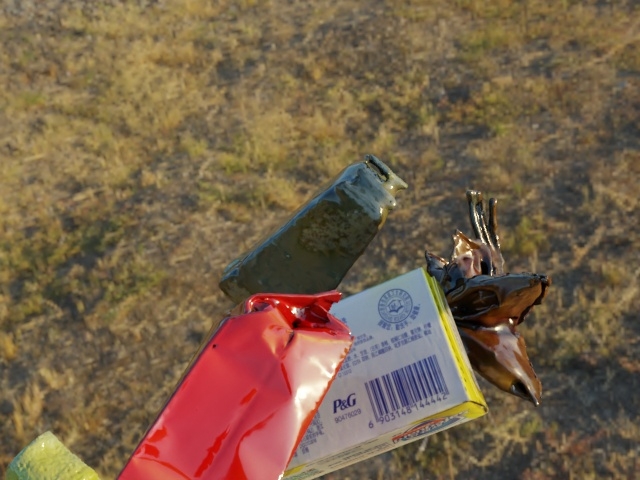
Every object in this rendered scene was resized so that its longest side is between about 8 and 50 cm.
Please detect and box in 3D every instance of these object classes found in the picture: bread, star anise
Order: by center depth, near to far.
[{"bbox_3d":[0.213,0.063,1.223,0.148,0.237,0.346,24,41,-21],"label":"star anise"},{"bbox_3d":[-0.375,0.344,1.310,0.111,0.129,0.114,-39,74,-23],"label":"bread"}]

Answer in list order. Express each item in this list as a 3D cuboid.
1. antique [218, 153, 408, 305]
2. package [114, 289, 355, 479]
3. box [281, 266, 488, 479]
[{"bbox_3d":[0.000,0.000,1.290,0.284,0.150,0.125,-47,5,30],"label":"antique"},{"bbox_3d":[-0.116,0.227,0.800,0.123,0.196,0.423,30,62,1],"label":"package"},{"bbox_3d":[0.035,0.159,1.043,0.265,0.097,0.168,-25,63,12],"label":"box"}]
